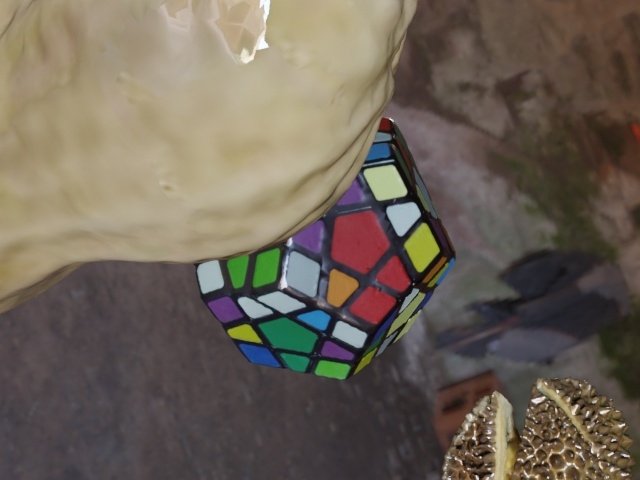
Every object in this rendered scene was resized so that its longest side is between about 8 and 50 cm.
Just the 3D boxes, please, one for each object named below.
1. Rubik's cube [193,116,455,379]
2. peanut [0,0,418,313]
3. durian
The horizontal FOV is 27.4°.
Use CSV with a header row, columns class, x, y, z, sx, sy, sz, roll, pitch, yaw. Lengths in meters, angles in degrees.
class,x,y,z,sx,sy,sz,roll,pitch,yaw
Rubik's cube,0.000,0.000,0.627,0.133,0.133,0.112,-84,174,-63
peanut,-0.075,-0.035,0.410,0.123,0.257,0.123,31,48,-42
durian,0.115,0.142,0.685,0.071,0.110,0.140,-108,-158,-50
